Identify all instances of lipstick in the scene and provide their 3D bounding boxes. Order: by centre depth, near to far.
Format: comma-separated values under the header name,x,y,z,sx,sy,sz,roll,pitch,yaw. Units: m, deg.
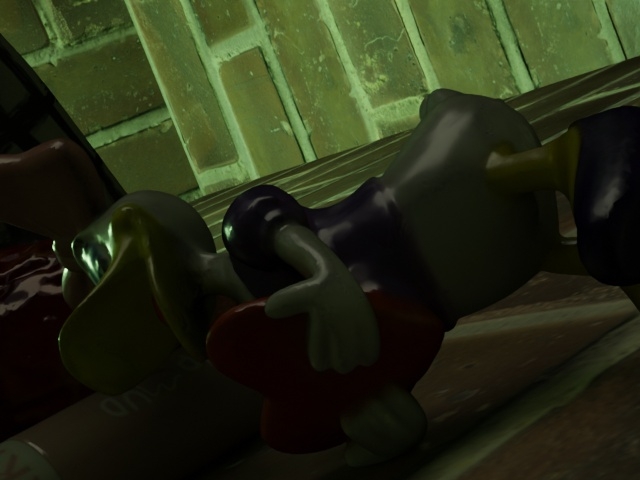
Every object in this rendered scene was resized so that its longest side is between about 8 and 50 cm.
name,x,y,z,sx,sy,sz,roll,pitch,yaw
lipstick,-0.132,0.127,0.767,0.070,0.070,0.254,-15,9,45

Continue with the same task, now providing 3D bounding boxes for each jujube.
name,x,y,z,sx,sy,sz,roll,pitch,yaw
jujube,-0.220,0.087,1.023,0.250,0.174,0.174,-9,8,10

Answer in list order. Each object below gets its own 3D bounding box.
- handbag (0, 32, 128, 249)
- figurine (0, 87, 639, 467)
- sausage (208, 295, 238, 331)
name,x,y,z,sx,sy,sz,roll,pitch,yaw
handbag,-0.318,-0.032,1.278,0.162,0.325,0.327,-30,18,21
figurine,0.004,0.003,0.706,0.421,0.154,0.193,-11,47,23
sausage,-0.144,0.053,1.395,0.078,0.078,0.304,-23,13,-15
